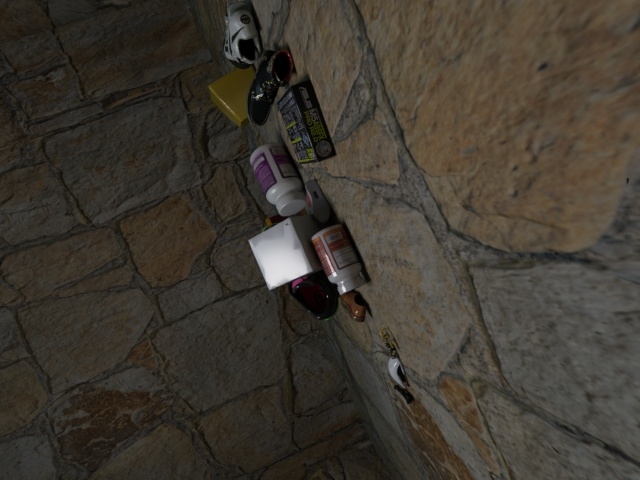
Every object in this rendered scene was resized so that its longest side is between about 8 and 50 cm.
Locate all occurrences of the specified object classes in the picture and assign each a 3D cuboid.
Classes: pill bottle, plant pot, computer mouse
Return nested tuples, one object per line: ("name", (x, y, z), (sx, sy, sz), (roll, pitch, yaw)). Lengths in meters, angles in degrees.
("pill bottle", (-0.178, -0.261, 1.812), (0.169, 0.170, 0.301), (91, 155, -68))
("plant pot", (-0.350, -0.631, 1.858), (0.187, 0.212, 0.212), (56, 172, -8))
("pill bottle", (0.063, 0.065, 1.387), (0.121, 0.121, 0.215), (111, 135, -77))
("computer mouse", (0.268, 0.477, 1.452), (0.106, 0.042, 0.192), (-132, 21, -65))

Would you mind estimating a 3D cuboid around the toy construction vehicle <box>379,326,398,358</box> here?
("toy construction vehicle", (0.231, 0.340, 1.391), (0.086, 0.035, 0.098), (62, -177, -65))

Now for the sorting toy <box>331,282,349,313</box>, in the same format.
("sorting toy", (0.074, 0.235, 1.961), (0.307, 0.041, 0.228), (85, 160, -61))

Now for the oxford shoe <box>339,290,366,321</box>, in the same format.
("oxford shoe", (0.132, 0.226, 1.608), (0.212, 0.076, 0.075), (-126, 46, -62))

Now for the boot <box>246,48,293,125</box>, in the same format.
("boot", (-0.158, -0.463, 1.270), (0.178, 0.086, 0.236), (41, 118, 62))

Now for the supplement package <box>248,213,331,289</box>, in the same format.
("supplement package", (-0.080, 0.033, 1.524), (0.263, 0.198, 0.199), (-14, -101, -62))

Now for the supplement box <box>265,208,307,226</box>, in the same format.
("supplement box", (-0.143, -0.044, 2.044), (0.129, 0.194, 0.191), (124, 122, -79))

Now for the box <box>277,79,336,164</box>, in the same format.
("box", (-0.049, -0.341, 1.253), (0.270, 0.060, 0.216), (-148, 36, -74))

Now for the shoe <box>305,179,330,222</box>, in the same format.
("shoe", (-0.010, -0.131, 1.526), (0.081, 0.064, 0.177), (86, 165, -66))

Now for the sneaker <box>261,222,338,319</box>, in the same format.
("sneaker", (-0.075, 0.126, 1.760), (0.482, 0.185, 0.202), (54, -174, -1))

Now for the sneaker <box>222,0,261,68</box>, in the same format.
("sneaker", (-0.280, -0.691, 1.520), (0.330, 0.123, 0.146), (134, 115, -80))
